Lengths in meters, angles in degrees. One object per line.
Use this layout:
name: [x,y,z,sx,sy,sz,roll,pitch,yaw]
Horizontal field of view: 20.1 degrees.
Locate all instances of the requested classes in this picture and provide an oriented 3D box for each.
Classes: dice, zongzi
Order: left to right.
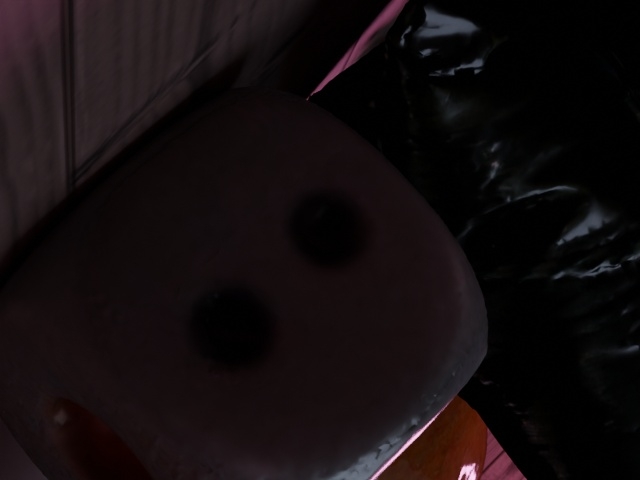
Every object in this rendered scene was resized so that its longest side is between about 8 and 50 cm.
dice: [-0.045,0.053,0.913,0.192,0.194,0.193,-41,175,-27]
zongzi: [0.135,0.015,1.075,0.319,0.362,0.383,-17,-173,10]

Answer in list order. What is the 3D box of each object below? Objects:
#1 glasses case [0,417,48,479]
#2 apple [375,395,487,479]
glasses case: [-0.204,0.146,1.187,0.197,0.076,0.049,-48,177,40]
apple: [-0.016,0.120,1.259,0.275,0.299,0.299,-27,170,-26]
